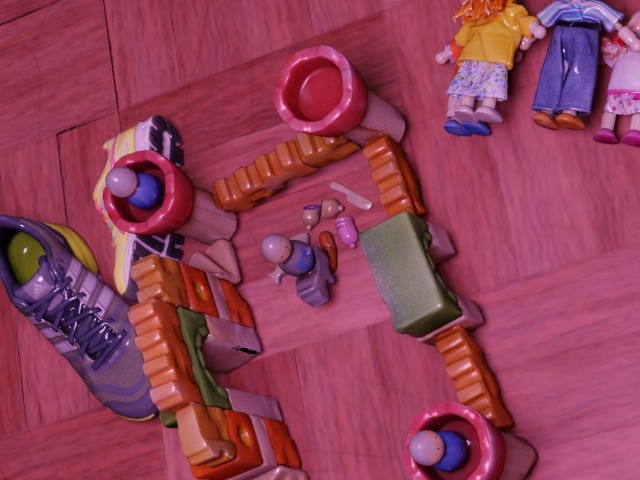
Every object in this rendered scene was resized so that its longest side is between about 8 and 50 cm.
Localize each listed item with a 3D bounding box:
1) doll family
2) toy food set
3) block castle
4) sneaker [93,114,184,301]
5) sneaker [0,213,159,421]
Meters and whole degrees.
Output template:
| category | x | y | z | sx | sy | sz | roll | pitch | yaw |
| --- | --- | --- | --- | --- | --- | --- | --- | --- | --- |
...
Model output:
| category | x | y | z | sx | sy | sz | roll | pitch | yaw |
| --- | --- | --- | --- | --- | --- | --- | --- | --- | --- |
| doll family | 0.218 | -0.190 | 1.603 | 0.263 | 0.118 | 0.163 | 6 | 78 | 28 |
| toy food set | 0.000 | 0.000 | 1.711 | 0.078 | 0.019 | 0.122 | 29 | 89 | 30 |
| block castle | -0.019 | 0.075 | 1.572 | 0.303 | 0.213 | 0.453 | -28 | 68 | 20 |
| sneaker | -0.204 | -0.029 | 1.794 | 0.094 | 0.081 | 0.208 | -10 | 63 | 28 |
| sneaker | -0.264 | 0.080 | 1.759 | 0.300 | 0.121 | 0.111 | 42 | 96 | 29 |
